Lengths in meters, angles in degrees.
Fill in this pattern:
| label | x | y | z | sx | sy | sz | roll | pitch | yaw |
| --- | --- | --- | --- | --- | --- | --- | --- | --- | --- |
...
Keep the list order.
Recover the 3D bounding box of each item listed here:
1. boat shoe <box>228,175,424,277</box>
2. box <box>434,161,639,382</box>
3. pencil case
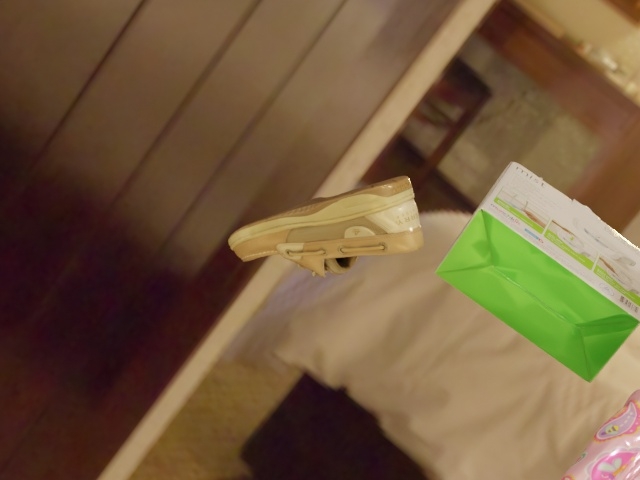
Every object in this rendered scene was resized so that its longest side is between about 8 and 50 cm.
| label | x | y | z | sx | sy | sz | roll | pitch | yaw |
| --- | --- | --- | --- | --- | --- | --- | --- | --- | --- |
| boat shoe | 0.000 | 0.000 | 1.950 | 0.122 | 0.341 | 0.110 | -23 | 96 | -42 |
| box | 0.321 | 0.035 | 1.954 | 0.262 | 0.126 | 0.231 | 35 | 26 | 3 |
| pencil case | 0.343 | 0.306 | 1.663 | 0.124 | 0.284 | 0.124 | 35 | -30 | 24 |
